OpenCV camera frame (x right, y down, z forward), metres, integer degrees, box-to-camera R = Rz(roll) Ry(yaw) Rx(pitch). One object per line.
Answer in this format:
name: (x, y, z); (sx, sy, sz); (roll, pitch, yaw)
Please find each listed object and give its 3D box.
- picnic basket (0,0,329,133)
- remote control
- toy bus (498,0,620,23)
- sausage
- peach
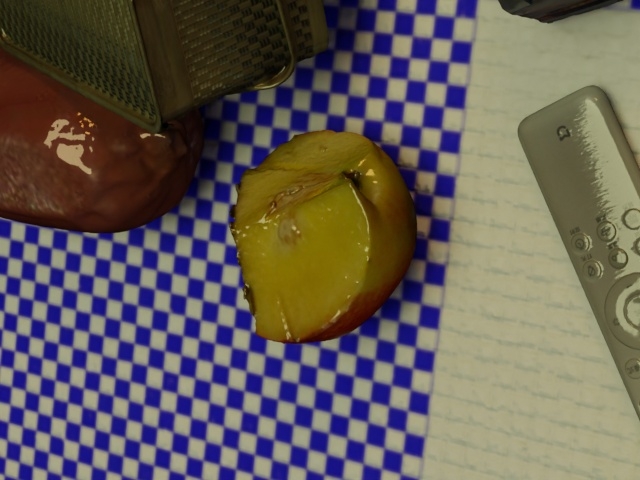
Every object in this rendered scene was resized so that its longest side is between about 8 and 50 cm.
picnic basket: (-0.130, -0.199, 1.008); (0.267, 0.139, 0.165); (29, 139, 46)
remote control: (0.201, 0.028, 0.952); (0.067, 0.029, 0.261); (-27, 80, 29)
toy bus: (0.123, -0.299, 0.916); (0.112, 0.138, 0.317); (-18, 86, 29)
sausage: (-0.199, -0.077, 1.126); (0.254, 0.148, 0.148); (3, 95, 33)
peach: (0.007, 0.003, 1.019); (0.151, 0.118, 0.151); (-23, 43, 23)
